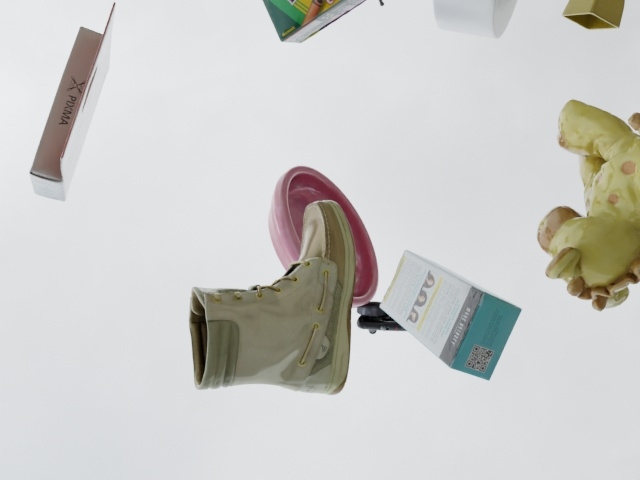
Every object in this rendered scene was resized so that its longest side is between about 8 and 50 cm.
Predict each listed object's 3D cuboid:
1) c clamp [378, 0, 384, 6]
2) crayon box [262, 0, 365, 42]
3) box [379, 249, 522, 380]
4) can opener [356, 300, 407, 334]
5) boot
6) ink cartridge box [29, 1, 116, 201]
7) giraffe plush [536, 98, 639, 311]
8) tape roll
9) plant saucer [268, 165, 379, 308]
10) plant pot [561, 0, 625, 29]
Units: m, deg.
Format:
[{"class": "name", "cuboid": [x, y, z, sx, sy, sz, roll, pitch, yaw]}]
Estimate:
[{"class": "c clamp", "cuboid": [0.052, -0.402, 0.882, 0.137, 0.022, 0.161, 60, -161, -9]}, {"class": "crayon box", "cuboid": [0.011, -0.641, 1.287, 0.106, 0.363, 0.313, -27, -87, -59]}, {"class": "box", "cuboid": [0.165, 0.091, 0.849, 0.060, 0.244, 0.100, 22, -85, -18]}, {"class": "can opener", "cuboid": [0.175, 0.190, 1.460, 0.186, 0.073, 0.059, 7, -137, 8]}, {"class": "boot", "cuboid": [-0.051, 0.051, 0.653, 0.165, 0.077, 0.213, 7, -104, -24]}, {"class": "ink cartridge box", "cuboid": [-0.405, -0.223, 1.017, 0.060, 0.239, 0.275, 16, -107, -16]}, {"class": "giraffe plush", "cuboid": [0.294, -0.021, 0.624, 0.181, 0.170, 0.210, 29, -168, -7]}, {"class": "tape roll", "cuboid": [0.269, -0.474, 0.990, 0.100, 0.286, 0.286, 17, -132, 20]}, {"class": "plant saucer", "cuboid": [0.000, 0.000, 1.354, 0.332, 0.084, 0.332, 38, -144, -35]}, {"class": "plant pot", "cuboid": [0.536, -0.463, 1.207, 0.081, 0.083, 0.081, 15, -171, -26]}]
